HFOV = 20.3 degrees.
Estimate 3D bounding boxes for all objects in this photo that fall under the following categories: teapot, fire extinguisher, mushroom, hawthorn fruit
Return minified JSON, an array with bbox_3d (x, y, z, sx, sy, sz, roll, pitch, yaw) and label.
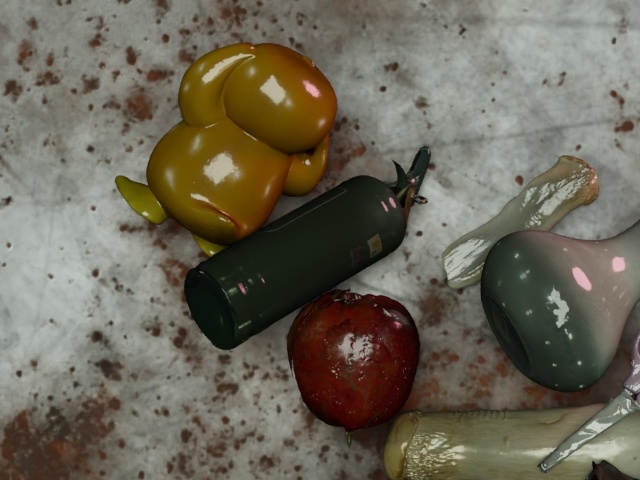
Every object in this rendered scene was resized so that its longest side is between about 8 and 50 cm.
[{"bbox_3d":[0.302,0.040,1.892,0.251,0.183,0.183,-29,82,-11],"label":"teapot"},{"bbox_3d":[0.000,0.000,1.911,0.311,0.114,0.095,-29,45,-31],"label":"fire extinguisher"},{"bbox_3d":[0.242,0.215,1.897,0.351,0.123,0.095,-2,104,3],"label":"mushroom"},{"bbox_3d":[0.037,0.137,1.915,0.148,0.148,0.172,-1,99,5],"label":"hawthorn fruit"},{"bbox_3d":[0.217,-0.017,1.960,0.202,0.054,0.059,-39,77,6],"label":"mushroom"}]

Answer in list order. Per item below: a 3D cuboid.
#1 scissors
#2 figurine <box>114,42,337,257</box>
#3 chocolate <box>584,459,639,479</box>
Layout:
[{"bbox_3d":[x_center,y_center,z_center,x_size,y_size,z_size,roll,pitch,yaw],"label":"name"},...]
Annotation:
[{"bbox_3d":[0.308,0.169,1.818,0.212,0.021,0.110,-39,68,7],"label":"scissors"},{"bbox_3d":[-0.088,-0.097,1.914,0.215,0.215,0.228,25,81,7],"label":"figurine"},{"bbox_3d":[0.372,0.363,1.831,0.321,0.112,0.112,35,115,-12],"label":"chocolate"}]
